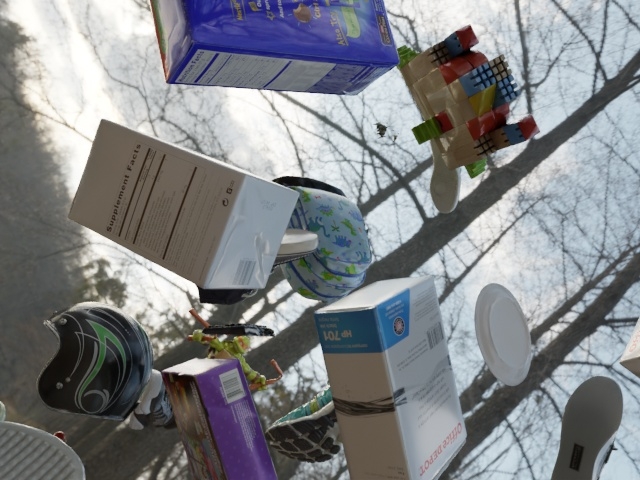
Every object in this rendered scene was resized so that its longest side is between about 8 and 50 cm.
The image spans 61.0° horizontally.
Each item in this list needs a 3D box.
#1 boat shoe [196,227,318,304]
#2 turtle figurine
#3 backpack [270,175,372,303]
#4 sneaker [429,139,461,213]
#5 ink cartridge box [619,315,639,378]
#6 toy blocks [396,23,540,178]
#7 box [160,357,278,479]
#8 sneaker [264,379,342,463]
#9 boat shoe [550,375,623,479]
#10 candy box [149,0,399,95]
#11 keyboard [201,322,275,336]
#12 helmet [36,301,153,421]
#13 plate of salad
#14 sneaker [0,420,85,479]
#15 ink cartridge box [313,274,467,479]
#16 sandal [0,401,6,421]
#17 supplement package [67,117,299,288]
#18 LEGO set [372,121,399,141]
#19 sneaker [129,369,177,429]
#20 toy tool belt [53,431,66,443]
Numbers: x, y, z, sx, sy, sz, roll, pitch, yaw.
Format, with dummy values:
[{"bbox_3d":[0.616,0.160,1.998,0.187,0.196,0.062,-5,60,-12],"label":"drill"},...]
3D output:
[{"bbox_3d":[-0.166,0.068,1.371,0.127,0.340,0.158,-77,160,-69],"label":"boat shoe"},{"bbox_3d":[-0.233,0.262,1.190,0.269,0.217,0.087,42,16,-27],"label":"turtle figurine"},{"bbox_3d":[0.000,0.000,1.541,0.273,0.290,0.356,-26,-122,46],"label":"backpack"},{"bbox_3d":[0.392,-0.201,1.602,0.094,0.151,0.256,-6,-98,38],"label":"sneaker"},{"bbox_3d":[0.673,0.155,0.863,0.197,0.198,0.270,36,-24,7],"label":"ink cartridge box"},{"bbox_3d":[0.345,-0.335,1.274,0.382,0.190,0.261,61,-19,-6],"label":"toy blocks"},{"bbox_3d":[-0.109,0.292,0.663,0.201,0.057,0.294,-24,-97,62],"label":"box"},{"bbox_3d":[0.020,0.308,0.968,0.275,0.110,0.107,-33,-73,24],"label":"sneaker"},{"bbox_3d":[0.598,0.445,1.206,0.113,0.104,0.307,12,-89,39],"label":"boat shoe"},{"bbox_3d":[-0.072,-0.349,0.751,0.122,0.317,0.269,-25,-106,54],"label":"candy box"},{"bbox_3d":[-0.129,0.159,0.962,0.180,0.108,0.023,48,43,-77],"label":"keyboard"},{"bbox_3d":[-0.337,0.176,0.814,0.169,0.169,0.162,-23,-128,58],"label":"helmet"},{"bbox_3d":[0.353,0.183,1.067,0.048,0.199,0.200,-23,-88,45],"label":"plate of salad"},{"bbox_3d":[-0.459,0.307,0.709,0.128,0.320,0.126,101,-2,-53],"label":"sneaker"},{"bbox_3d":[0.079,0.146,0.578,0.082,0.139,0.191,-9,-86,36],"label":"ink cartridge box"},{"bbox_3d":[-0.677,0.381,1.004,0.303,0.120,0.086,-122,-142,-63],"label":"sandal"},{"bbox_3d":[-0.218,-0.056,0.875,0.292,0.177,0.176,23,-85,24],"label":"supplement package"},{"bbox_3d":[0.189,-0.319,1.586,0.083,0.023,0.054,13,-75,5],"label":"LEGO set"},{"bbox_3d":[-0.381,0.396,1.348,0.269,0.153,0.101,125,-32,-47],"label":"sneaker"},{"bbox_3d":[-0.532,0.393,1.035,0.051,0.083,0.052,-16,-73,52],"label":"toy tool belt"}]
